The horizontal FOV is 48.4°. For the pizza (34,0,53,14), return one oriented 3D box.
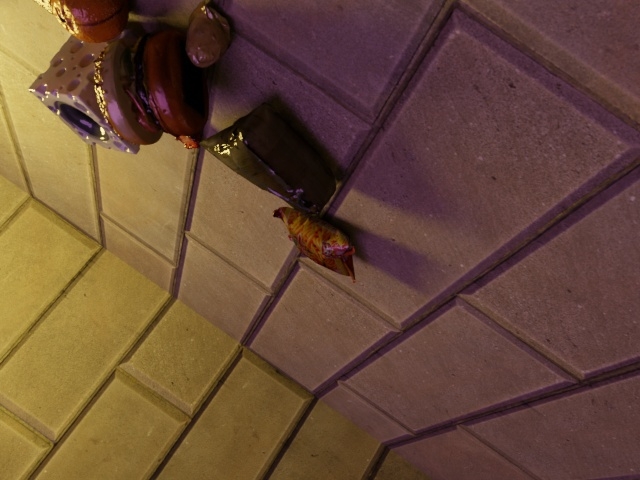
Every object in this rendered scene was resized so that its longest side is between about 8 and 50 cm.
[{"bbox_3d":[-0.764,-0.686,1.955,0.178,0.041,0.131,-4,132,53],"label":"pizza"}]

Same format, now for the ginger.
[{"bbox_3d":[-0.282,-0.459,1.684,0.115,0.123,0.193,30,165,-15],"label":"ginger"}]

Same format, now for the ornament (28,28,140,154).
[{"bbox_3d":[-0.583,-0.410,1.942,0.240,0.240,0.239,15,156,36],"label":"ornament"}]

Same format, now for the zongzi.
[{"bbox_3d":[-0.152,-0.192,1.915,0.323,0.160,0.360,48,151,-22],"label":"zongzi"}]

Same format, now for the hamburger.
[{"bbox_3d":[-0.415,-0.377,1.750,0.225,0.291,0.291,-7,140,14],"label":"hamburger"}]

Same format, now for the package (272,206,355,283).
[{"bbox_3d":[0.000,0.003,2.138,0.288,0.108,0.223,33,161,23],"label":"package"}]

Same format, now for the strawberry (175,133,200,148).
[{"bbox_3d":[-0.402,-0.319,2.141,0.104,0.048,0.152,33,169,-11],"label":"strawberry"}]

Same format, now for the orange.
[{"bbox_3d":[-0.575,-0.581,1.769,0.193,0.161,0.193,27,157,12],"label":"orange"}]
